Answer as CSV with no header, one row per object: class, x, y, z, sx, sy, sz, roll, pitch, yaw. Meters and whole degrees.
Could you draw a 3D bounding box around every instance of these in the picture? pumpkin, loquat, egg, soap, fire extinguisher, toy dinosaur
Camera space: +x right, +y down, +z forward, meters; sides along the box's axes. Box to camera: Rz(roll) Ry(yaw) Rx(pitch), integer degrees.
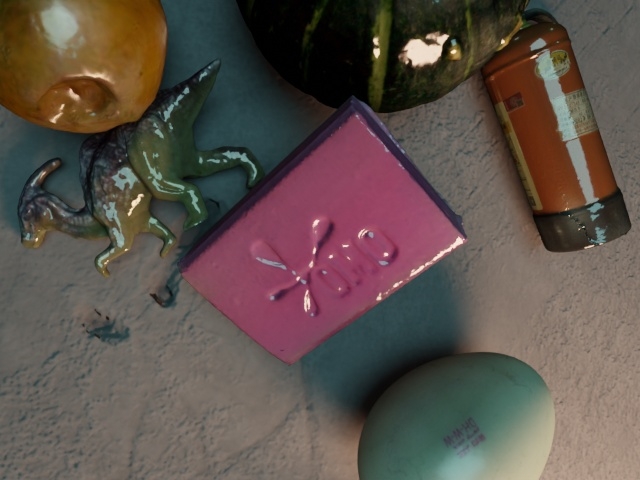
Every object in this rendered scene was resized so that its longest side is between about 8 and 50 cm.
pumpkin,0.064,-0.297,0.452,0.322,0.241,0.324,0,93,7
loquat,-0.243,-0.210,0.416,0.179,0.179,0.228,-15,63,-14
egg,0.165,0.235,0.517,0.264,0.182,0.183,-27,96,-20
soap,0.000,0.001,0.464,0.259,0.081,0.181,-38,109,20
fire extinguisher,0.323,-0.184,0.619,0.200,0.113,0.377,-33,101,-55
toy dinosaur,-0.198,-0.069,0.482,0.294,0.077,0.162,-40,97,-11
